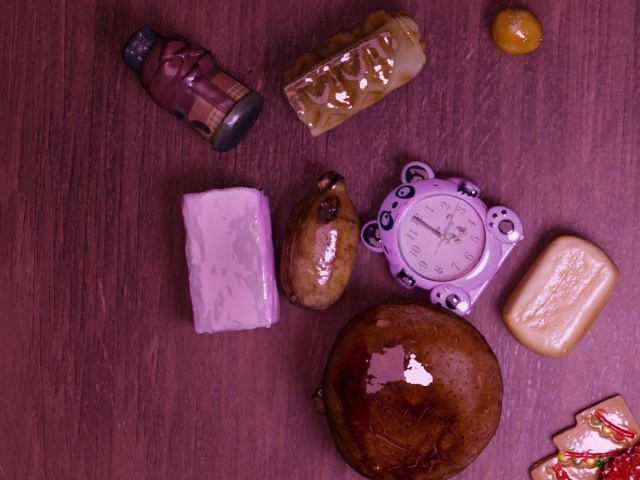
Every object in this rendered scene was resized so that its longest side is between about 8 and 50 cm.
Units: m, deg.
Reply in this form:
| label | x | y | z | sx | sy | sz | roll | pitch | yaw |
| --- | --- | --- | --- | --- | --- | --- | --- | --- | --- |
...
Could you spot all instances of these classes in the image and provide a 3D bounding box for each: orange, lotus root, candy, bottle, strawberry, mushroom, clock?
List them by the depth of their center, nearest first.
| label | x | y | z | sx | sy | sz | roll | pitch | yaw |
| --- | --- | --- | --- | --- | --- | --- | --- | --- | --- |
| strawberry | 0.579 | 0.405 | 1.779 | 0.167 | 0.087 | 0.208 | 37 | 85 | -4 |
| mushroom | 0.160 | 0.273 | 1.804 | 0.345 | 0.345 | 0.239 | -18 | 46 | 9 |
| orange | 0.351 | -0.373 | 1.850 | 0.095 | 0.085 | 0.085 | 22 | 93 | 11 |
| clock | 0.214 | -0.008 | 1.870 | 0.248 | 0.090 | 0.228 | 35 | 95 | 10 |
| lotus root | 0.000 | 0.000 | 1.881 | 0.145 | 0.128 | 0.260 | 14 | 92 | 49 |
| candy | -0.164 | 0.037 | 1.922 | 0.155 | 0.116 | 0.265 | -6 | 90 | 7 |
| bottle | -0.244 | -0.289 | 1.928 | 0.271 | 0.143 | 0.156 | 38 | 135 | 5 |

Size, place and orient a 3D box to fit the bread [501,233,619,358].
| label | x | y | z | sx | sy | sz | roll | pitch | yaw |
| --- | --- | --- | --- | --- | --- | --- | --- | --- | --- |
| bread | 0.421 | 0.098 | 1.827 | 0.147 | 0.098 | 0.217 | 38 | 93 | 9 |

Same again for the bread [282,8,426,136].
| label | x | y | z | sx | sy | sz | roll | pitch | yaw |
| --- | --- | --- | --- | --- | --- | --- | --- | --- | --- |
| bread | 0.065 | -0.313 | 1.878 | 0.267 | 0.130 | 0.152 | -31 | 80 | 7 |

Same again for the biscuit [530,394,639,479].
| label | x | y | z | sx | sy | sz | roll | pitch | yaw |
| --- | --- | --- | --- | --- | --- | --- | --- | --- | --- |
| biscuit | 0.494 | 0.387 | 1.843 | 0.212 | 0.041 | 0.239 | 18 | 93 | 11 |
